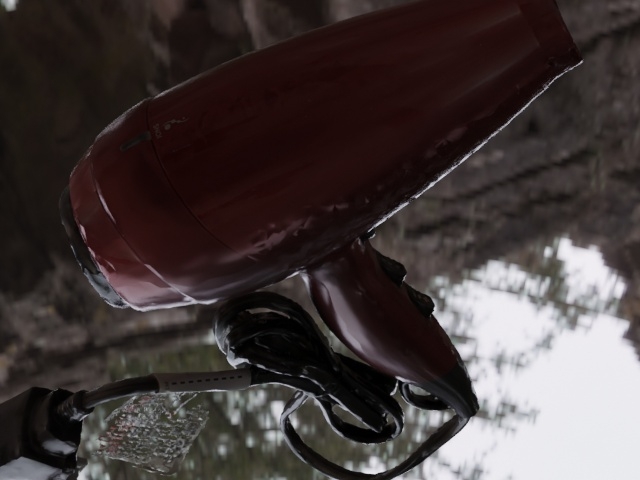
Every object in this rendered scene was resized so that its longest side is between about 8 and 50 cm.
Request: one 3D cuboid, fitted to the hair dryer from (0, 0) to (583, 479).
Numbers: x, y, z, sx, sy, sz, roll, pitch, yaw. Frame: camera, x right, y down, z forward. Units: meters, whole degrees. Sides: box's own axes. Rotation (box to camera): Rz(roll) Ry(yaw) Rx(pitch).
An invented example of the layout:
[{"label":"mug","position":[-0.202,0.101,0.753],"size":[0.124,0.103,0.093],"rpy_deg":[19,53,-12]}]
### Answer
[{"label":"hair dryer","position":[0.000,0.000,0.728],"size":[0.223,0.293,0.080],"rpy_deg":[0,-126,-34]}]
